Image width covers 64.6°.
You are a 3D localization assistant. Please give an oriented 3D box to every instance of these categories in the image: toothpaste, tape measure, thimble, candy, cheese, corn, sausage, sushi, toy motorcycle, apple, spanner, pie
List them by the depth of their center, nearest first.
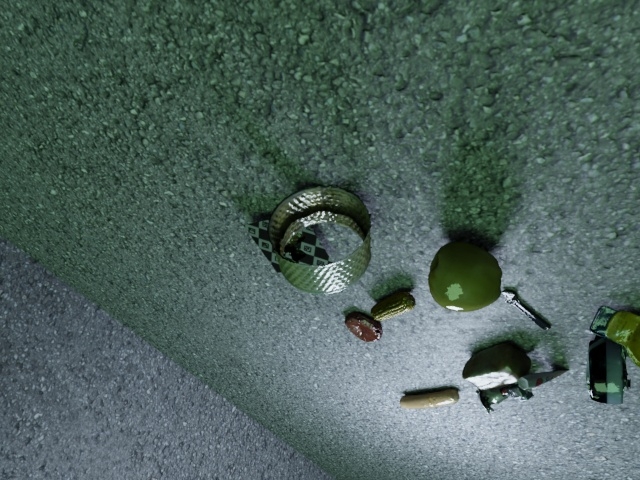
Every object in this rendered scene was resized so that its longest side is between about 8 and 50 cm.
[{"bbox_3d":[0.848,0.250,1.305,0.270,0.069,0.177,20,111,14],"label":"cheese"},{"bbox_3d":[0.371,0.094,1.318,0.199,0.200,0.200,16,144,12],"label":"apple"},{"bbox_3d":[0.000,0.000,1.343,0.270,0.271,0.150,12,145,17],"label":"thimble"},{"bbox_3d":[0.800,0.365,1.412,0.107,0.181,0.182,-2,136,28],"label":"tape measure"},{"bbox_3d":[0.598,0.203,1.469,0.208,0.012,0.046,37,142,-17],"label":"spanner"},{"bbox_3d":[-0.092,-0.001,1.587,0.231,0.047,0.220,-9,128,32],"label":"sushi"},{"bbox_3d":[0.707,0.438,1.612,0.194,0.043,0.067,-3,156,-31],"label":"toothpaste"},{"bbox_3d":[0.235,0.215,1.653,0.068,0.068,0.207,35,147,-15],"label":"corn"},{"bbox_3d":[0.580,0.424,1.689,0.104,0.102,0.234,33,146,-10],"label":"candy"},{"bbox_3d":[0.635,0.530,1.765,0.221,0.150,0.102,-39,77,51],"label":"toy motorcycle"},{"bbox_3d":[0.156,0.321,1.859,0.153,0.038,0.154,17,143,14],"label":"pie"},{"bbox_3d":[0.452,0.664,2.105,0.065,0.066,0.301,37,143,-17],"label":"sausage"}]
